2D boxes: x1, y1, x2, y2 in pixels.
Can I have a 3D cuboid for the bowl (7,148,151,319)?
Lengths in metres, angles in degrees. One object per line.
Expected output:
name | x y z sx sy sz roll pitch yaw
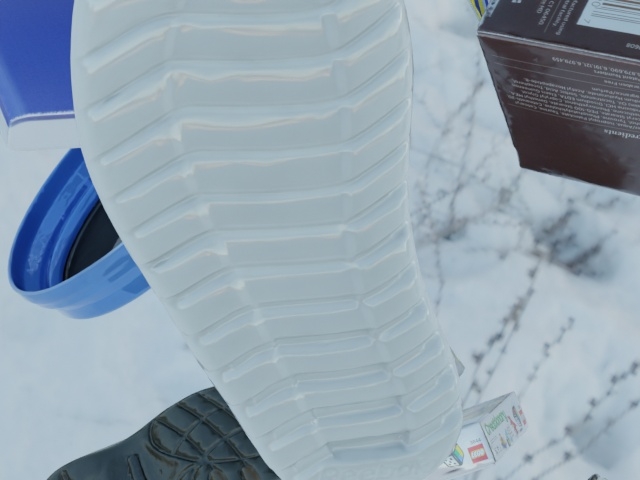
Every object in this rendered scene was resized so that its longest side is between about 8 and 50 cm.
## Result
bowl | -0.212 -0.070 1.626 0.077 0.391 0.391 43 33 -27

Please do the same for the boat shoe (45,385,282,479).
boat shoe | -0.136 0.236 1.427 0.324 0.120 0.122 -21 73 12

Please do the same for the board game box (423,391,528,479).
board game box | 0.073 0.258 1.549 0.053 0.305 0.193 69 18 3

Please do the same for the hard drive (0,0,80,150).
hard drive | -0.237 -0.204 1.309 0.210 0.040 0.318 -6 44 -27

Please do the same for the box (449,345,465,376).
box | 0.011 0.047 1.618 0.058 0.232 0.322 -45 33 -14

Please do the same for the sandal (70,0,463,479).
sandal | -0.030 -0.024 0.735 0.169 0.416 0.102 -17 32 -7

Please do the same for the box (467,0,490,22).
box | 0.215 -0.191 1.396 0.169 0.059 0.054 61 8 -3

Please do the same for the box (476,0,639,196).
box | 0.263 -0.167 1.209 0.167 0.203 0.168 16 64 29

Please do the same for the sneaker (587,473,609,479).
sneaker | 0.404 0.265 1.281 0.448 0.169 0.257 -4 14 -36
